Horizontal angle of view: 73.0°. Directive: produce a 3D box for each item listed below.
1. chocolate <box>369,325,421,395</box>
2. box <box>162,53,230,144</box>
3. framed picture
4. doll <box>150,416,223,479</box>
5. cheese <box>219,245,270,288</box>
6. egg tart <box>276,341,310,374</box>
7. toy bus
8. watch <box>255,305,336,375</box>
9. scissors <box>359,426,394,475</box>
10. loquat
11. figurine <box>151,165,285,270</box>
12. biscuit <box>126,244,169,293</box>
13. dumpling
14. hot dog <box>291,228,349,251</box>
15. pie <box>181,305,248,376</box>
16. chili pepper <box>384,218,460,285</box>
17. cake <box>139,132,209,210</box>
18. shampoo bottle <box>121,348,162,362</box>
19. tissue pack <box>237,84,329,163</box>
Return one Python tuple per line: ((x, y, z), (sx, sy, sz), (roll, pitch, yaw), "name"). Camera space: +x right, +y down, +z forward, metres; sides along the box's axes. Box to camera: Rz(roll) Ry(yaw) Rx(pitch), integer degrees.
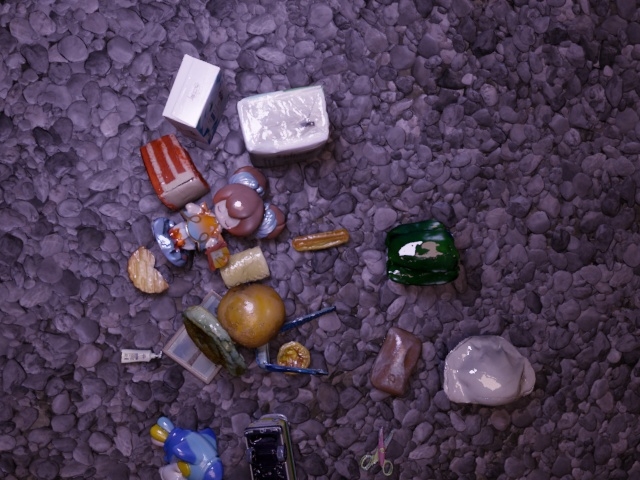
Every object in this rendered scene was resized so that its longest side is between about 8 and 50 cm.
((0.295, 0.468, 1.651), (0.161, 0.083, 0.261), (22, 89, -9), "chocolate")
((-0.402, -0.453, 1.436), (0.116, 0.274, 0.203), (21, 89, -5), "box")
((-0.408, 0.356, 1.599), (0.213, 0.016, 0.289), (39, 88, -7), "framed picture")
((-0.468, 0.811, 1.510), (0.376, 0.187, 0.365), (-2, 83, -7), "doll")
((-0.276, 0.099, 1.564), (0.167, 0.094, 0.123), (-18, 92, -6), "cheese")
((-0.099, 0.438, 1.620), (0.131, 0.052, 0.130), (0, 92, -5), "egg tart")
((-0.168, 0.786, 1.563), (0.143, 0.179, 0.305), (-9, 94, 10), "toy bus")
((-0.090, 0.351, 1.573), (0.275, 0.068, 0.276), (-1, 49, 13), "watch")
((0.237, 0.820, 1.690), (0.134, 0.020, 0.187), (16, 92, -3), "scissors")
((-0.239, 0.255, 1.498), (0.235, 0.235, 0.234), (0, 92, -7), "loquat")
((-0.339, -0.067, 1.498), (0.388, 0.248, 0.276), (-26, 98, 5), "figurine")
((-0.621, 0.112, 1.543), (0.118, 0.061, 0.183), (-27, 93, -3), "biscuit")
((0.642, 0.493, 1.651), (0.341, 0.181, 0.259), (-5, 83, 16), "dumpling")
((0.000, 0.000, 1.616), (0.216, 0.047, 0.066), (-12, 108, -6), "hot dog")
((-0.365, 0.339, 1.467), (0.067, 0.302, 0.302), (-41, 97, -32), "pie")
((0.361, 0.051, 1.570), (0.257, 0.248, 0.233), (-7, 105, 3), "chili pepper")
((-0.513, -0.238, 1.546), (0.158, 0.159, 0.262), (-29, 61, -4), "cake")
((-0.646, 0.419, 1.566), (0.141, 0.034, 0.048), (2, 85, -7), "shampoo bottle")
((-0.122, -0.364, 1.429), (0.266, 0.356, 0.193), (-12, 94, -6), "tissue pack")
